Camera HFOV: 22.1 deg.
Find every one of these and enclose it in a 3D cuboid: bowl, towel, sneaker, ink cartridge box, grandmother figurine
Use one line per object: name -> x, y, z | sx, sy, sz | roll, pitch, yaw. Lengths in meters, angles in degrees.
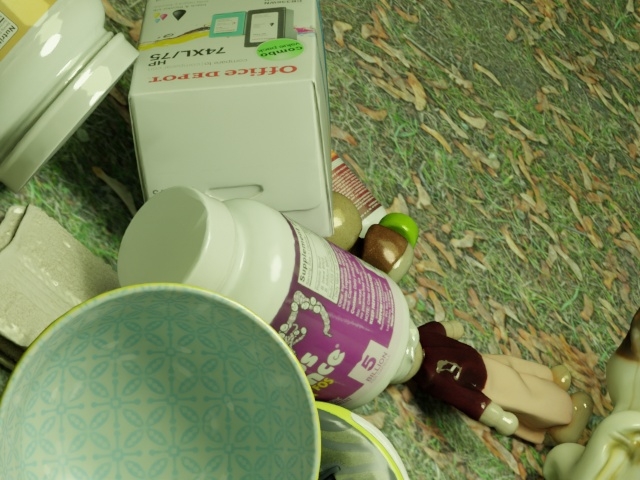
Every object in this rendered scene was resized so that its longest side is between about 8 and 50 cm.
bowl -> -0.158, 0.181, 1.467 | 0.289, 0.289, 0.156 | 38, -10, -13
towel -> -0.226, 0.094, 1.615 | 0.282, 0.049, 0.187 | 40, 33, -12
sneaker -> 0.043, 0.292, 1.662 | 0.300, 0.111, 0.121 | 50, 36, 9
ink cartridge box -> -0.091, -0.145, 1.800 | 0.198, 0.197, 0.270 | -5, 33, 2
grandmother figurine -> 0.173, 0.166, 1.969 | 0.342, 0.104, 0.208 | 20, 13, -32

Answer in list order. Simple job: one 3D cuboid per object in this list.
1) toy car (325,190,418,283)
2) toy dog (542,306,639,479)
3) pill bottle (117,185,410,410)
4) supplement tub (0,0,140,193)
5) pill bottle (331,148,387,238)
toy car -> 0.000, 0.000, 1.881 | 0.188, 0.149, 0.155 | 43, 33, -11
toy dog -> 0.432, 0.254, 1.876 | 0.284, 0.395, 0.408 | 16, 56, -26
pill bottle -> -0.058, 0.058, 1.667 | 0.301, 0.169, 0.169 | 29, 34, -43
supplement tub -> -0.360, -0.220, 1.635 | 0.316, 0.228, 0.228 | 41, 32, -8
pill bottle -> 0.026, -0.036, 2.019 | 0.152, 0.086, 0.086 | 48, 32, 4
